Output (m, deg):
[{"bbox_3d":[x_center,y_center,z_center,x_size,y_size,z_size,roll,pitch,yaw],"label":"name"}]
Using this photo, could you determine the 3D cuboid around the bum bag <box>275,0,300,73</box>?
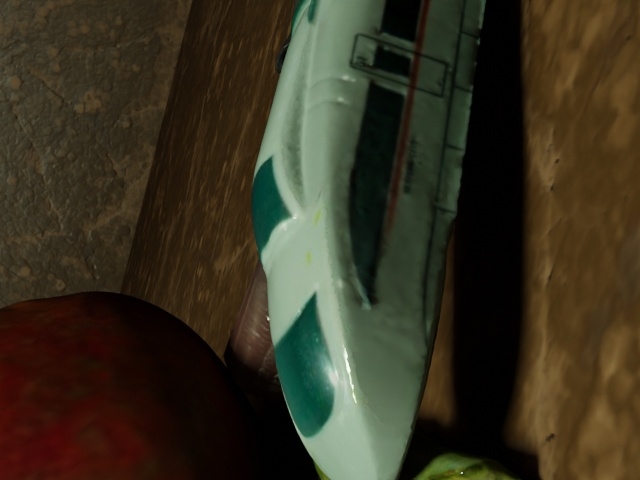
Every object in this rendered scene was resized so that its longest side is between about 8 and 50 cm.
[{"bbox_3d":[-0.008,-0.213,0.944,0.087,0.049,0.197,136,144,-73],"label":"bum bag"}]

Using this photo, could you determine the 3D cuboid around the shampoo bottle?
[{"bbox_3d":[-0.002,0.000,0.689,0.068,0.067,0.236,-82,12,-57],"label":"shampoo bottle"}]

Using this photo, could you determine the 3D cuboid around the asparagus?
[{"bbox_3d":[0.039,0.105,0.495,0.041,0.045,0.178,69,164,-2],"label":"asparagus"}]

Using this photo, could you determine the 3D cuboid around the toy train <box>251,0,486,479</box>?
[{"bbox_3d":[0.025,-0.078,0.539,0.086,0.088,0.407,127,159,-55],"label":"toy train"}]

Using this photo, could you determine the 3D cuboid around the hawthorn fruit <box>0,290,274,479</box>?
[{"bbox_3d":[-0.169,0.195,0.730,0.324,0.308,0.308,-109,34,-50],"label":"hawthorn fruit"}]
